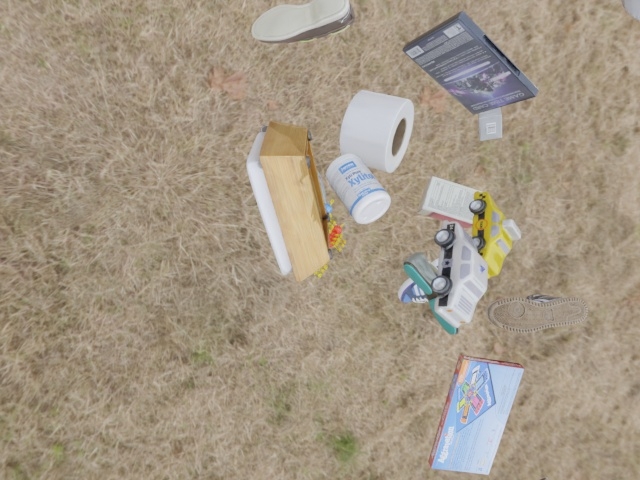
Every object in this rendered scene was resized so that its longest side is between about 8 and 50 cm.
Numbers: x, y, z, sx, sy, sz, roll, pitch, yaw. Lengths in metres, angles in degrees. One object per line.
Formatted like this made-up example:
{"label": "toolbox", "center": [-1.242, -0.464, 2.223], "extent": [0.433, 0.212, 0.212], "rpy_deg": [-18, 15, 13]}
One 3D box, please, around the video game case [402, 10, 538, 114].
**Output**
{"label": "video game case", "center": [0.354, -0.409, 1.023], "extent": [0.274, 0.196, 0.026], "rpy_deg": [29, 80, -24]}

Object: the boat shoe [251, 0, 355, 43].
{"label": "boat shoe", "center": [-0.055, -0.666, 1.317], "extent": [0.325, 0.097, 0.116], "rpy_deg": [-6, 81, 22]}

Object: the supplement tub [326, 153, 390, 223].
{"label": "supplement tub", "center": [0.063, -0.087, 0.718], "extent": [0.071, 0.107, 0.071], "rpy_deg": [-24, 150, -15]}

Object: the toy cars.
{"label": "toy cars", "center": [0.319, 0.018, 0.838], "extent": [0.394, 0.087, 0.176], "rpy_deg": [-32, 105, -49]}

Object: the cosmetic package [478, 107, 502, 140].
{"label": "cosmetic package", "center": [0.774, -0.580, 1.963], "extent": [0.107, 0.237, 0.127], "rpy_deg": [-6, 133, 19]}

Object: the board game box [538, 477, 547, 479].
{"label": "board game box", "center": [0.591, 0.733, 1.136], "extent": [0.194, 0.194, 0.060], "rpy_deg": [18, 110, -25]}

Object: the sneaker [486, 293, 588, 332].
{"label": "sneaker", "center": [0.600, 0.209, 1.251], "extent": [0.283, 0.153, 0.099], "rpy_deg": [-2, 85, -5]}

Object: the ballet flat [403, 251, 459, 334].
{"label": "ballet flat", "center": [0.279, 0.120, 1.010], "extent": [0.068, 0.072, 0.213], "rpy_deg": [-34, 88, -23]}

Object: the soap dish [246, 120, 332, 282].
{"label": "soap dish", "center": [-0.055, -0.092, 0.920], "extent": [0.118, 0.228, 0.290], "rpy_deg": [-10, 121, 6]}

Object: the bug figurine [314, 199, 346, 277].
{"label": "bug figurine", "center": [0.000, 0.000, 1.343], "extent": [0.072, 0.279, 0.216], "rpy_deg": [27, 79, 19]}

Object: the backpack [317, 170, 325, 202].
{"label": "backpack", "center": [-0.045, -0.194, 1.609], "extent": [0.182, 0.115, 0.151], "rpy_deg": [69, 27, -53]}

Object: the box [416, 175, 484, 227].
{"label": "box", "center": [0.549, -0.158, 1.817], "extent": [0.233, 0.127, 0.148], "rpy_deg": [18, 84, 3]}

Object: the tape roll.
{"label": "tape roll", "center": [0.192, -0.367, 1.445], "extent": [0.169, 0.246, 0.245], "rpy_deg": [20, 91, 22]}

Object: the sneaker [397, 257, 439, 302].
{"label": "sneaker", "center": [0.476, 0.243, 1.781], "extent": [0.130, 0.236, 0.322], "rpy_deg": [4, 141, -38]}

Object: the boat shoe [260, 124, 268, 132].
{"label": "boat shoe", "center": [-0.147, -0.369, 1.546], "extent": [0.183, 0.066, 0.066], "rpy_deg": [35, 93, 12]}

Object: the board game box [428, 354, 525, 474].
{"label": "board game box", "center": [0.349, 0.398, 0.967], "extent": [0.145, 0.027, 0.281], "rpy_deg": [10, 103, -7]}

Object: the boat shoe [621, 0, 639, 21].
{"label": "boat shoe", "center": [0.403, -0.310, 0.365], "extent": [0.335, 0.119, 0.121], "rpy_deg": [-39, 68, -10]}
